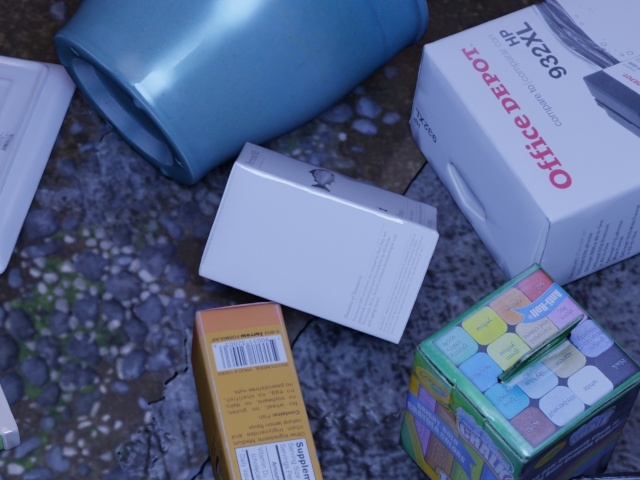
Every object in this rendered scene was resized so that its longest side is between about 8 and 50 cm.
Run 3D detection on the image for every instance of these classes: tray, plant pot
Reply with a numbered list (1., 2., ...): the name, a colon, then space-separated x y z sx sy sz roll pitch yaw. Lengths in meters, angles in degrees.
1. tray: -0.319 -0.085 1.644 0.145 0.030 0.270 10 48 2
2. plant pot: -0.087 -0.196 1.631 0.272 0.271 0.255 40 75 21

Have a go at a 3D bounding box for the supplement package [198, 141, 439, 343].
1. supplement package: 0.000 0.000 1.544 0.179 0.105 0.105 19 14 -2

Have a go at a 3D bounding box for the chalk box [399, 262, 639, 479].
1. chalk box: 0.157 0.121 1.440 0.132 0.213 0.132 -31 63 -23

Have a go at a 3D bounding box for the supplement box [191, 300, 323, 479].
1. supplement box: -0.048 0.167 1.477 0.080 0.078 0.233 -5 56 -11

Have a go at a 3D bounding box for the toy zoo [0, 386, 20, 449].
1. toy zoo: -0.418 0.135 1.501 0.293 0.030 0.192 -20 59 -16

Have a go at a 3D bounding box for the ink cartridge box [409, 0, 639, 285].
1. ink cartridge box: 0.269 -0.114 1.665 0.307 0.129 0.223 -22 60 -18

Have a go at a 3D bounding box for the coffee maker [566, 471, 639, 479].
1. coffee maker: 0.238 0.273 1.393 0.120 0.171 0.178 -7 75 17
